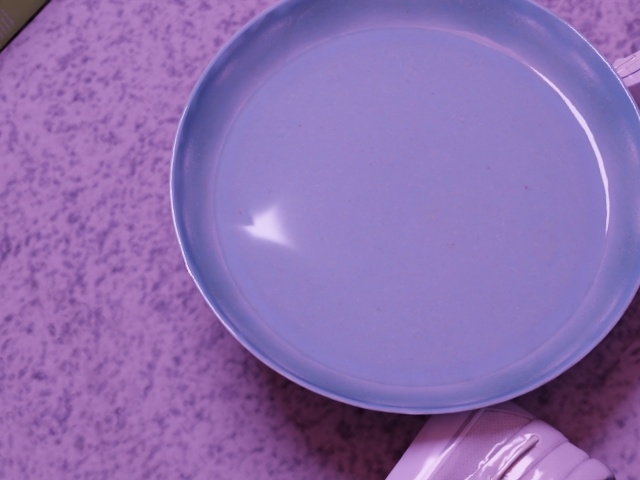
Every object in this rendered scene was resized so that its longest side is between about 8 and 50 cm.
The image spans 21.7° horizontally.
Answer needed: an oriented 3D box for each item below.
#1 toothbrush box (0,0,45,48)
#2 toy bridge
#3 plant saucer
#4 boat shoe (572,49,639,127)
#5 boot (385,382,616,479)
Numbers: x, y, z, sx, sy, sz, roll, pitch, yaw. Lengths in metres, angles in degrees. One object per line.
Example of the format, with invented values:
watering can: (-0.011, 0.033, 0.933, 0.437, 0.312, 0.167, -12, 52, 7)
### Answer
toothbrush box: (-0.366, -0.181, 1.255, 0.206, 0.122, 0.283, 39, 81, 21)
toy bridge: (0.000, 0.000, 1.141, 0.188, 0.063, 0.026, 3, 72, 1)
plant saucer: (0.060, -0.033, 1.098, 0.317, 0.044, 0.318, 1, 68, -2)
boat shoe: (0.214, -0.111, 1.158, 0.100, 0.035, 0.035, -35, 40, 2)
boot: (0.074, 0.217, 1.032, 0.123, 0.095, 0.258, 30, 78, 27)
